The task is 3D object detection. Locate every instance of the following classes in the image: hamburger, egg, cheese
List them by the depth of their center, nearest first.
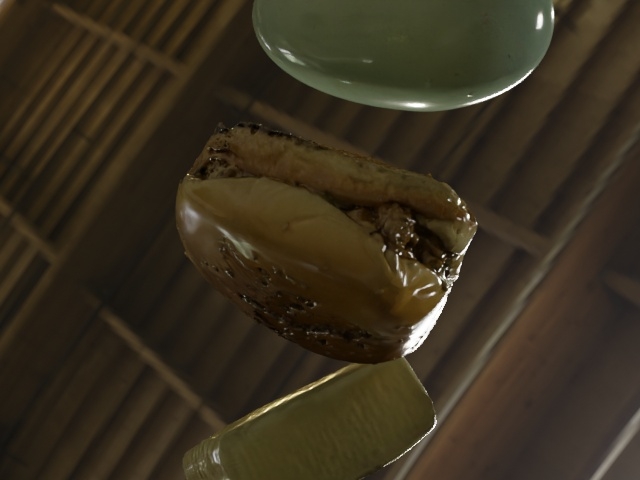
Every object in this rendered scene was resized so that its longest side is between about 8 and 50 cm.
[{"bbox_3d":[-0.004,0.001,1.528,0.304,0.284,0.174,98,18,-70],"label":"hamburger"},{"bbox_3d":[-0.020,0.232,1.743,0.243,0.124,0.265,-21,173,-17],"label":"cheese"},{"bbox_3d":[0.099,-0.273,1.885,0.371,0.230,0.230,2,-130,7],"label":"egg"}]
